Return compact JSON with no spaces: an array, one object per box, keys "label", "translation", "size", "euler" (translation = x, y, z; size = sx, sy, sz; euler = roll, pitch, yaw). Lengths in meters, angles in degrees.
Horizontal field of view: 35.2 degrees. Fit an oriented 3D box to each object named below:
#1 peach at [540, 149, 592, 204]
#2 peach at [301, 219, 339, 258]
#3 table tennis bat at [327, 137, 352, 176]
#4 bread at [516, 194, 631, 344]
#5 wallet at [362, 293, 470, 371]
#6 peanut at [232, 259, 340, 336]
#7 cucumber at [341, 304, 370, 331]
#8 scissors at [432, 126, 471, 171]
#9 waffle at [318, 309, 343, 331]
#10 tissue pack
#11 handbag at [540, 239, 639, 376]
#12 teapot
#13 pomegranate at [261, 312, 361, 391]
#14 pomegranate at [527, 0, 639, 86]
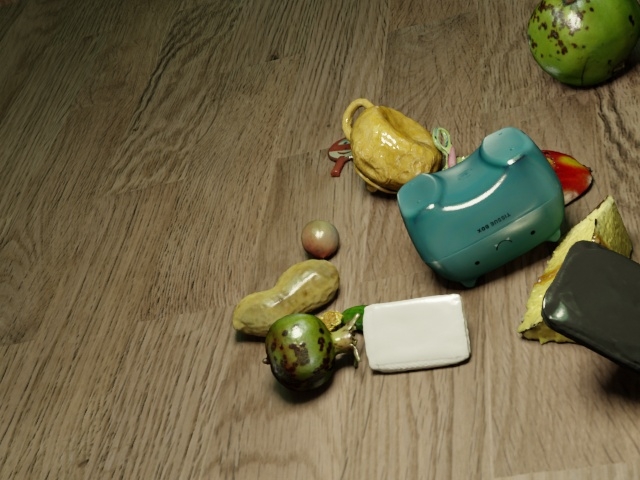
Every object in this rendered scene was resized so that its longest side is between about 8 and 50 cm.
[{"label":"peach","translation":[0.399,-0.126,2.023],"size":[0.279,0.068,0.189],"euler":[-13,36,15]},{"label":"peach","translation":[-0.002,-0.001,2.074],"size":[0.083,0.083,0.083],"euler":[-15,37,12]},{"label":"table tennis bat","translation":[0.056,-0.198,2.341],"size":[0.098,0.019,0.155],"euler":[-3,38,26]},{"label":"bread","translation":[0.457,0.055,1.738],"size":[0.141,0.178,0.266],"euler":[23,53,6]},{"label":"wallet","translation":[0.167,0.163,1.766],"size":[0.183,0.032,0.124],"euler":[-10,82,18]},{"label":"peanut","translation":[-0.066,0.114,1.953],"size":[0.229,0.098,0.103],"euler":[-31,-4,-11]},{"label":"cucumber","translation":[0.137,0.146,1.835],"size":[0.250,0.056,0.056],"euler":[3,44,33]},{"label":"scissors","translation":[0.267,-0.145,2.070],"size":[0.020,0.133,0.187],"euler":[-36,23,41]},{"label":"waffle","translation":[0.004,0.166,1.894],"size":[0.085,0.016,0.078],"euler":[-53,21,-16]},{"label":"tissue pack","translation":[0.302,-0.056,1.867],"size":[0.287,0.206,0.198],"euler":[-29,24,6]},{"label":"handbag","translation":[0.504,0.135,1.538],"size":[0.332,0.075,0.191],"euler":[31,51,10]},{"label":"teapot","translation":[0.138,-0.180,2.151],"size":[0.311,0.203,0.167],"euler":[49,119,31]},{"label":"pomegranate","translation":[-0.016,0.197,1.802],"size":[0.169,0.148,0.148],"euler":[2,32,-18]},{"label":"pomegranate","translation":[0.564,-0.471,2.194],"size":[0.254,0.270,0.254],"euler":[-38,1,1]}]
